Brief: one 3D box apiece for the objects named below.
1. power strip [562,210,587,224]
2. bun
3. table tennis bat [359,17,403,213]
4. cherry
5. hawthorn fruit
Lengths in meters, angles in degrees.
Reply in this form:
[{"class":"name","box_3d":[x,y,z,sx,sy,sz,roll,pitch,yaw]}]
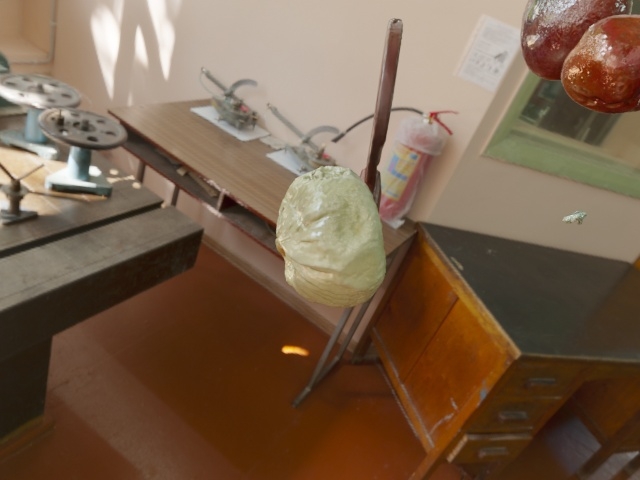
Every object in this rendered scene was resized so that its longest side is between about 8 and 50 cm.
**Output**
[{"class":"power strip","box_3d":[0.628,-0.052,1.183,0.083,0.055,0.035,-14,85,-52]},{"class":"bun","box_3d":[0.000,0.000,0.716,0.134,0.221,0.220,-13,42,-21]},{"class":"table tennis bat","box_3d":[0.105,-0.195,0.893,0.051,0.415,0.268,9,-1,4]},{"class":"cherry","box_3d":[0.572,-0.483,1.070,0.206,0.239,0.239,34,18,-38]},{"class":"hawthorn fruit","box_3d":[0.561,-0.311,0.886,0.179,0.179,0.200,4,43,-30]}]
